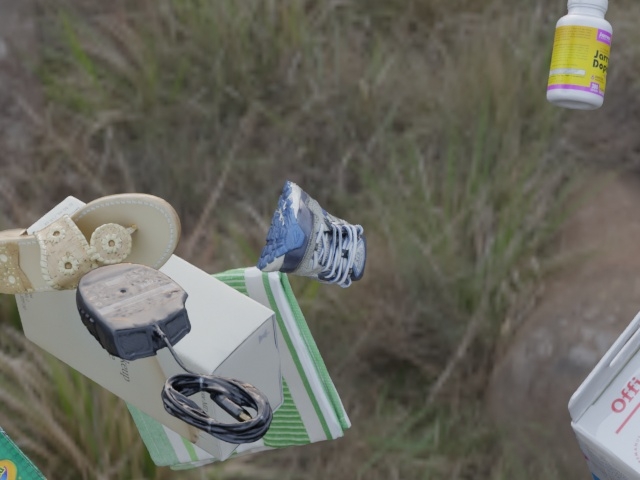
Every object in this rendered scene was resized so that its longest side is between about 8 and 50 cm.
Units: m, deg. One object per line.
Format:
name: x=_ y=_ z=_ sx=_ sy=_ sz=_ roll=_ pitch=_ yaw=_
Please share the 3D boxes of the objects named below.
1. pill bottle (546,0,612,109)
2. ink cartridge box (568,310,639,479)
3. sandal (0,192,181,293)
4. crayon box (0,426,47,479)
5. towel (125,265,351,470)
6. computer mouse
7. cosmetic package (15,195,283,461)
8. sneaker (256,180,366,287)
pill bottle: x=0.199 y=-0.144 z=1.304 sx=0.043 sy=0.043 sz=0.083 roll=7 pitch=85 yaw=8
ink cartridge box: x=0.195 y=0.091 z=0.924 sx=0.061 sy=0.181 sz=0.104 roll=37 pitch=83 yaw=24
sandal: x=-0.241 y=0.023 z=1.579 sx=0.240 sy=0.088 sz=0.079 roll=-11 pitch=22 yaw=31
crayon box: x=-0.296 y=0.256 z=1.438 sx=0.165 sy=0.278 sz=0.081 roll=-42 pitch=76 yaw=-13
towel: x=-0.132 y=0.164 z=2.161 sx=0.325 sy=0.248 sz=0.038 roll=-16 pitch=12 yaw=38
computer mouse: x=-0.103 y=0.081 z=1.173 sx=0.071 sy=0.041 sz=0.242 roll=-18 pitch=33 yaw=-23
cosmetic package: x=-0.196 y=0.095 z=1.902 sx=0.309 sy=0.160 sz=0.113 roll=28 pitch=53 yaw=29
sneaker: x=0.000 y=0.000 z=0.955 sx=0.058 sy=0.052 sz=0.135 roll=18 pitch=1 yaw=2
